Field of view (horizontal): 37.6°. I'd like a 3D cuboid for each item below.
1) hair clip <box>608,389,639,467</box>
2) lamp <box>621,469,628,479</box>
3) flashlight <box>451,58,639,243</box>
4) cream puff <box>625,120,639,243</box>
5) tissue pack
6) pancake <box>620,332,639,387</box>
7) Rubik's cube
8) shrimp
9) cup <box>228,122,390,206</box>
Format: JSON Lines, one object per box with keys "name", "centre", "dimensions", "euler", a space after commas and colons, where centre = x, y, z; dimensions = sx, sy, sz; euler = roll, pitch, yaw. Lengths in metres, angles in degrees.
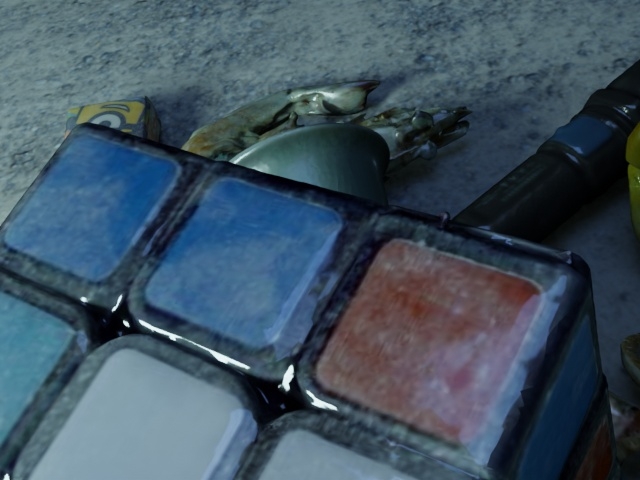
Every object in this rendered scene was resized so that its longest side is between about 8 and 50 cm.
{"name": "hair clip", "centre": [0.158, 0.090, 0.774], "dimensions": [0.300, 0.173, 0.069], "euler": [37, 89, 13]}
{"name": "lamp", "centre": [0.104, 0.197, 0.800], "dimensions": [0.269, 0.047, 0.266], "euler": [-19, 49, -6]}
{"name": "flashlight", "centre": [0.246, -0.058, 0.977], "dimensions": [0.424, 0.103, 0.103], "euler": [-38, 51, -19]}
{"name": "cream puff", "centre": [0.449, -0.071, 0.830], "dimensions": [0.291, 0.257, 0.324], "euler": [-28, 52, -10]}
{"name": "tissue pack", "centre": [-0.256, -0.105, 1.152], "dimensions": [0.109, 0.060, 0.148], "euler": [-10, 48, 4]}
{"name": "pancake", "centre": [0.321, 0.119, 0.805], "dimensions": [0.140, 0.022, 0.139], "euler": [14, 25, -7]}
{"name": "Rubik's cube", "centre": [-0.044, 0.184, 0.583], "dimensions": [0.362, 0.358, 0.363], "euler": [17, 63, 30]}
{"name": "shrimp", "centre": [-0.002, -0.124, 1.110], "dimensions": [0.361, 0.085, 0.246], "euler": [-11, 38, 8]}
{"name": "cup", "centre": [0.000, 0.000, 0.938], "dimensions": [0.199, 0.199, 0.150], "euler": [-18, 65, -5]}
